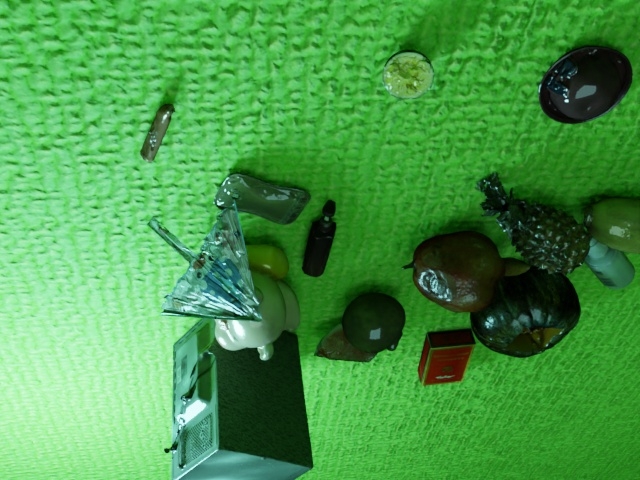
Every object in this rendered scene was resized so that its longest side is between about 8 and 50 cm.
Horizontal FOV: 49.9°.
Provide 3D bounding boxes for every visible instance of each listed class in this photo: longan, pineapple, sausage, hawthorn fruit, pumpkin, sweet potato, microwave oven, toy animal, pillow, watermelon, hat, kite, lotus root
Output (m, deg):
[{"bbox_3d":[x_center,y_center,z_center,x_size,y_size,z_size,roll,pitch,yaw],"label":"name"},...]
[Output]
[{"bbox_3d":[0.161,0.243,1.978,0.184,0.159,0.204,-34,116,11],"label":"longan"},{"bbox_3d":[0.529,-0.044,1.748,0.361,0.175,0.175,33,125,-23],"label":"pineapple"},{"bbox_3d":[-0.339,-0.228,1.437,0.036,0.042,0.158,-30,163,-49],"label":"sausage"},{"bbox_3d":[0.341,0.076,1.796,0.260,0.224,0.224,15,135,-8],"label":"hawthorn fruit"},{"bbox_3d":[0.594,0.213,2.010,0.320,0.192,0.320,-4,138,-3],"label":"pumpkin"},{"bbox_3d":[0.493,0.069,1.866,0.058,0.055,0.202,25,173,-20],"label":"sweet potato"},{"bbox_3d":[-0.238,0.458,1.949,0.374,0.432,0.236,23,130,-33],"label":"microwave oven"},{"bbox_3d":[-0.198,0.192,1.789,0.277,0.247,0.345,-10,139,1],"label":"toy animal"},{"bbox_3d":[-0.136,-0.098,1.631,0.217,0.033,0.130,16,134,-27],"label":"pillow"},{"bbox_3d":[0.176,-0.341,1.388,0.105,0.062,0.106,2,133,2],"label":"watermelon"},{"bbox_3d":[0.571,-0.320,1.469,0.205,0.089,0.205,-5,139,-4],"label":"hat"},{"bbox_3d":[-0.272,0.068,1.640,0.368,0.014,0.406,41,120,6],"label":"kite"},{"bbox_3d":[0.825,-0.040,1.809,0.303,0.131,0.146,7,138,-19],"label":"lotus root"},{"bbox_3d":[0.098,0.312,2.115,0.231,0.128,0.146,5,167,0],"label":"watermelon"}]

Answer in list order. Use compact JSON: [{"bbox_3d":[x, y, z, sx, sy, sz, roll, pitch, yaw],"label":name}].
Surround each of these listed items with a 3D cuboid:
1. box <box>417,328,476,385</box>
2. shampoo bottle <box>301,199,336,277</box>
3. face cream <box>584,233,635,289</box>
[{"bbox_3d":[0.414,0.389,2.277,0.153,0.074,0.240,-8,139,-8],"label":"box"},{"bbox_3d":[0.002,-0.001,1.749,0.067,0.068,0.236,1,140,-13],"label":"shampoo bottle"},{"bbox_3d":[0.790,0.043,1.923,0.101,0.101,0.251,-32,134,24],"label":"face cream"}]
